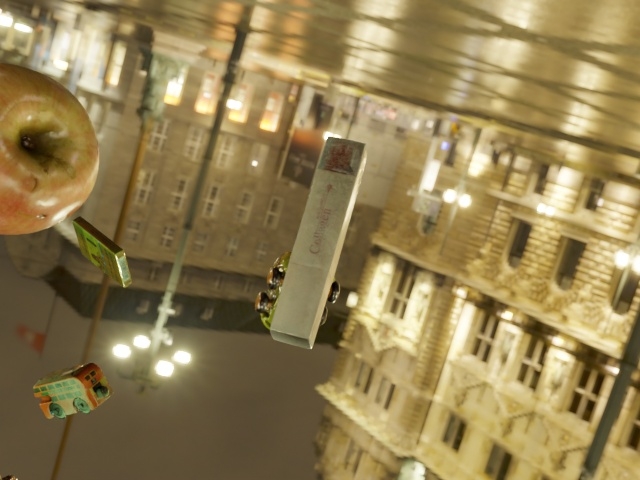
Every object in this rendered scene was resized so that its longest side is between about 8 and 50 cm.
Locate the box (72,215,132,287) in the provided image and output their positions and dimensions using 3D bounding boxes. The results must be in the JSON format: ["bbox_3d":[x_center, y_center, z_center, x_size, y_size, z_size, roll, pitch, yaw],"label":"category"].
[{"bbox_3d":[-0.565,0.030,2.259,0.030,0.121,0.193,-35,-129,-30],"label":"box"}]

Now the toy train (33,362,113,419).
[{"bbox_3d":[-0.539,0.328,1.909,0.188,0.099,0.072,-18,-169,32],"label":"toy train"}]

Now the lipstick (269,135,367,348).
[{"bbox_3d":[0.000,0.000,1.530,0.076,0.371,0.079,14,160,7],"label":"lipstick"}]

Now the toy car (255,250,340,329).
[{"bbox_3d":[-0.069,0.130,2.362,0.200,0.247,0.142,17,-153,-23],"label":"toy car"}]

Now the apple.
[{"bbox_3d":[-0.712,-0.204,1.982,0.347,0.391,0.392,-10,168,42],"label":"apple"}]

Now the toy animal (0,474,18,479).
[{"bbox_3d":[-0.520,0.387,1.233,0.298,0.185,0.122,37,165,42],"label":"toy animal"}]
